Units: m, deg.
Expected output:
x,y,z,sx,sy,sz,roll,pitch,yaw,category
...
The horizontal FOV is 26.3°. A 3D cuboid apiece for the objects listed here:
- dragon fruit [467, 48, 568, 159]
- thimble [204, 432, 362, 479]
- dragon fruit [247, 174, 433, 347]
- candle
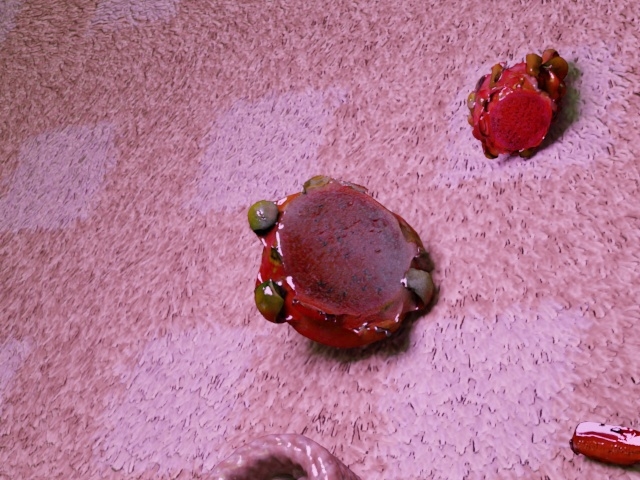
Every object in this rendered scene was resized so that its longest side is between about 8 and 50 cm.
x,y,z,sx,sy,sz,roll,pitch,yaw,category
0.311,-0.220,2.095,0.150,0.133,0.208,17,57,42,dragon fruit
-0.051,0.377,1.844,0.229,0.148,0.196,-38,45,6,thimble
0.022,0.033,2.031,0.295,0.130,0.268,33,69,3,dragon fruit
0.394,0.257,1.710,0.162,0.048,0.053,2,92,36,candle
